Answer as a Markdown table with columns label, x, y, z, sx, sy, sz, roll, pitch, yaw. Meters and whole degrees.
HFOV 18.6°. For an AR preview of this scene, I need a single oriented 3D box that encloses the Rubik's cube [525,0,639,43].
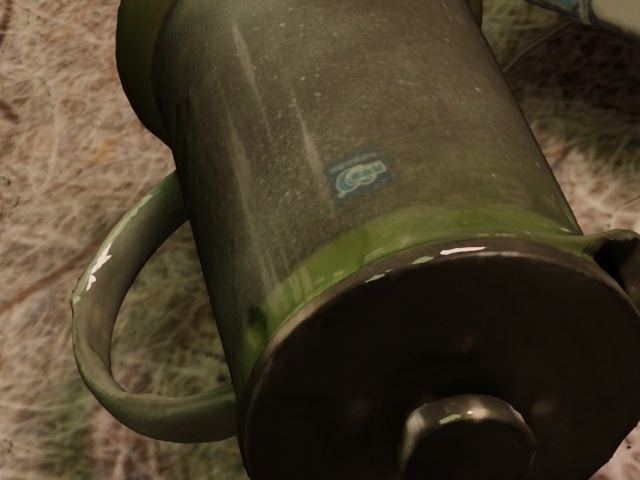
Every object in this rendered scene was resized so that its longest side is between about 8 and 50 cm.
| label | x | y | z | sx | sy | sz | roll | pitch | yaw |
| --- | --- | --- | --- | --- | --- | --- | --- | --- | --- |
| Rubik's cube | 0.231 | -0.254 | 1.022 | 0.259 | 0.256 | 0.253 | -19 | 33 | -33 |

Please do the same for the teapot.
| label | x | y | z | sx | sy | sz | roll | pitch | yaw |
| --- | --- | --- | --- | --- | --- | --- | --- | --- | --- |
| teapot | 0.000 | 0.000 | 0.939 | 0.270 | 0.200 | 0.337 | -29 | 41 | 8 |
